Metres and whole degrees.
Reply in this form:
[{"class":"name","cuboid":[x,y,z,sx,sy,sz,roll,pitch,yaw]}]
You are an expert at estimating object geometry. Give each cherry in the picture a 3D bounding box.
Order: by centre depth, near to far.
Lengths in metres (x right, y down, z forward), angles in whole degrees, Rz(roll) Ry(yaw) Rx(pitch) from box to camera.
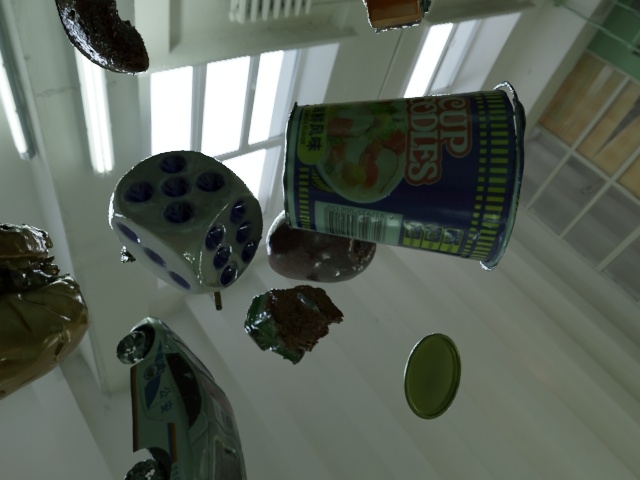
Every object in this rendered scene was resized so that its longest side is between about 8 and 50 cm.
[{"class":"cherry","cuboid":[0.000,0.000,1.211,0.261,0.307,0.221,20,-123,-56]}]

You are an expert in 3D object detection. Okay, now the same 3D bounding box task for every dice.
[{"class":"dice","cuboid":[-0.294,-0.040,1.117,0.251,0.259,0.243,26,-123,19]}]

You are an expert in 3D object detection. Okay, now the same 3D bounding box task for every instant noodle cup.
[{"class":"instant noodle cup","cuboid":[0.110,-0.102,0.755,0.312,0.284,0.284,4,-133,5]}]

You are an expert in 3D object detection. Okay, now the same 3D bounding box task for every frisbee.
[{"class":"frisbee","cuboid":[0.308,0.370,1.350,0.235,0.017,0.236,0,-89,-38]}]

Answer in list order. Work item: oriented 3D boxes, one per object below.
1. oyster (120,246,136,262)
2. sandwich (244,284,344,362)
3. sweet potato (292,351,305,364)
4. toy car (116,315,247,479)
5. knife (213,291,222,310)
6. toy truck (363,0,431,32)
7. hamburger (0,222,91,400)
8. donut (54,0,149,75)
[{"class":"oyster","cuboid":[-0.526,0.001,1.531,0.204,0.111,0.396,-21,-166,-37]},{"class":"sandwich","cuboid":[-0.059,0.136,0.948,0.109,0.160,0.185,48,-177,-21]},{"class":"sweet potato","cuboid":[-0.053,0.238,1.293,0.053,0.053,0.182,21,-119,-10]},{"class":"toy car","cuboid":[-0.097,0.129,0.358,0.056,0.095,0.205,-31,-142,-2]},{"class":"knife","cuboid":[-0.348,0.102,1.571,0.046,0.256,0.022,-7,-172,-3]},{"class":"toy truck","cuboid":[0.113,-0.447,0.802,0.114,0.270,0.136,-2,-96,17]},{"class":"hamburger","cuboid":[-0.383,0.100,0.471,0.318,0.318,0.158,-29,-83,-35]},{"class":"donut","cuboid":[-0.450,-0.428,1.044,0.144,0.187,0.126,-29,-142,-34]}]
